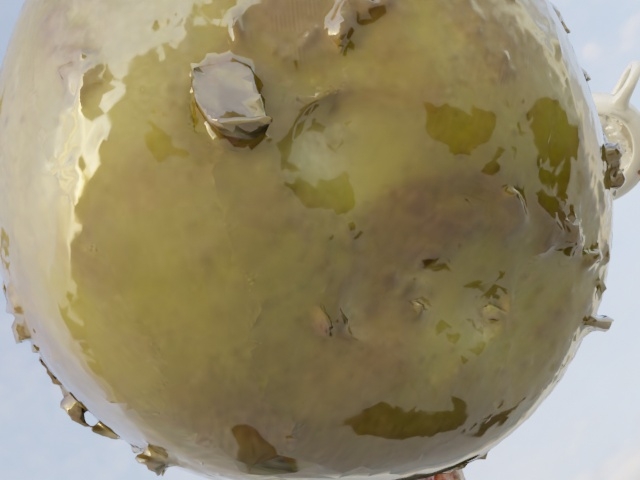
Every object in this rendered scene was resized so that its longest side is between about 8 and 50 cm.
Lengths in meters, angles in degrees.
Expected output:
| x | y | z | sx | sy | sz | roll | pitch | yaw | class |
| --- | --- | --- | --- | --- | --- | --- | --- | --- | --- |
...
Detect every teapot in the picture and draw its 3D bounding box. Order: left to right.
| x | y | z | sx | sy | sz | roll | pitch | yaw | class |
| --- | --- | --- | --- | --- | --- | --- | --- | --- | --- |
| 0.358 | -0.129 | 1.344 | 0.145 | 0.092 | 0.226 | 20 | -74 | -1 | teapot |

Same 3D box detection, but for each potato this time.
| x | y | z | sx | sy | sz | roll | pitch | yaw | class |
| --- | --- | --- | --- | --- | --- | --- | --- | --- | --- |
| 0.000 | 0.000 | 0.697 | 0.442 | 0.319 | 0.385 | 9 | -37 | -19 | potato |

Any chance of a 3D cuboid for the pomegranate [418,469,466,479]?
| x | y | z | sx | sy | sz | roll | pitch | yaw | class |
| --- | --- | --- | --- | --- | --- | --- | --- | --- | --- |
| 0.124 | 0.271 | 0.993 | 0.138 | 0.125 | 0.163 | -5 | -89 | -18 | pomegranate |
